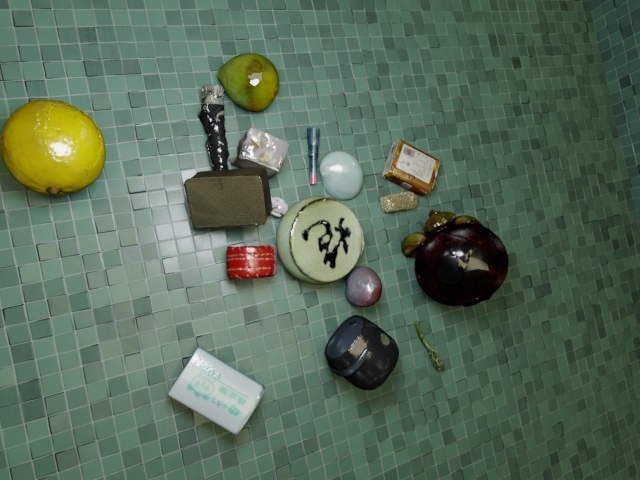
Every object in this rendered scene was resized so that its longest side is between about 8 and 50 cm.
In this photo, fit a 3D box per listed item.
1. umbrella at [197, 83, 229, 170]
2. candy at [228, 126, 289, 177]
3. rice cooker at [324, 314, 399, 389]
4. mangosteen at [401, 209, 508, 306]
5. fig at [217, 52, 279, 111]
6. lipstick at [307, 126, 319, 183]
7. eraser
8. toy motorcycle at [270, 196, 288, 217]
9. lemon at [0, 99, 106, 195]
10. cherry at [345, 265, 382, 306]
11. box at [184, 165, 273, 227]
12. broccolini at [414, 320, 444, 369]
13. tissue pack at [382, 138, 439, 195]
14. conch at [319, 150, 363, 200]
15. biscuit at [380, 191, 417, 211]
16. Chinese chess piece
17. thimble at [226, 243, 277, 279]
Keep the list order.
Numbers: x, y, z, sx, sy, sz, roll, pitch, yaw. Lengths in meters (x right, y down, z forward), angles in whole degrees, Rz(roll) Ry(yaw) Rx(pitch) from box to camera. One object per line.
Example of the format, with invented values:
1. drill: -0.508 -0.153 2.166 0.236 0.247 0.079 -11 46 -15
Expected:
1. umbrella: -0.403 -0.408 1.522 0.106 0.113 0.358 -5 89 -18
2. candy: -0.235 -0.330 1.532 0.184 0.195 0.137 18 82 -21
3. rice cooker: 0.162 0.443 1.575 0.224 0.267 0.267 44 73 -14
4. mangosteen: 0.557 0.076 1.686 0.381 0.381 0.421 -40 85 -18
5. fig: -0.272 -0.613 1.537 0.230 0.207 0.207 36 75 -14
6. lipstick: -0.029 -0.350 1.678 0.053 0.053 0.235 1 86 -19
7. eraser: -0.368 0.536 1.442 0.290 0.104 0.189 33 78 -7
8. toy motorcycle: -0.241 -0.157 1.557 0.254 0.112 0.113 18 80 -18
9. lemon: -0.832 -0.289 1.269 0.296 0.297 0.297 2 85 -19
10. cherry: 0.180 0.189 1.644 0.139 0.176 0.176 6 83 -37
11. box: -0.320 -0.157 1.435 0.273 0.143 0.184 -3 114 5
12. broccolini: 0.479 0.466 1.793 0.054 0.051 0.239 -28 88 -13
13. tissue pack: 0.409 -0.323 1.807 0.226 0.092 0.183 24 78 -17
14. conch: 0.092 -0.268 1.691 0.221 0.121 0.185 39 104 -17
15. biscuit: 0.349 -0.172 1.786 0.168 0.070 0.082 -9 97 -22
16. Chinese chess piece: 0.000 0.000 1.579 0.349 0.146 0.350 -1 91 -28
17. thimble: -0.254 0.078 1.503 0.189 0.163 0.125 -3 88 -19
